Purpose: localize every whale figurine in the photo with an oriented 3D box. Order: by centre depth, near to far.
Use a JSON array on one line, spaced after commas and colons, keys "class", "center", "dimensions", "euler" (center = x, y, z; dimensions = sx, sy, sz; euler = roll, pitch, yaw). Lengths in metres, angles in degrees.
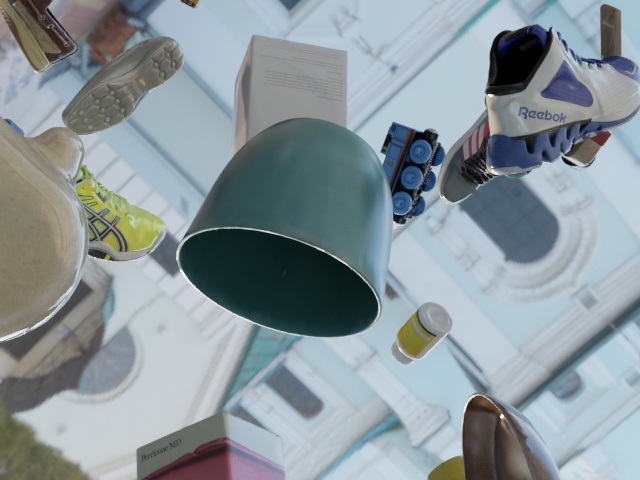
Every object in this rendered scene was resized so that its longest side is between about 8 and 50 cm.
[{"class": "whale figurine", "center": [-0.304, -0.045, 0.710], "dimensions": [0.216, 0.272, 0.141], "euler": [-24, 179, -22]}]

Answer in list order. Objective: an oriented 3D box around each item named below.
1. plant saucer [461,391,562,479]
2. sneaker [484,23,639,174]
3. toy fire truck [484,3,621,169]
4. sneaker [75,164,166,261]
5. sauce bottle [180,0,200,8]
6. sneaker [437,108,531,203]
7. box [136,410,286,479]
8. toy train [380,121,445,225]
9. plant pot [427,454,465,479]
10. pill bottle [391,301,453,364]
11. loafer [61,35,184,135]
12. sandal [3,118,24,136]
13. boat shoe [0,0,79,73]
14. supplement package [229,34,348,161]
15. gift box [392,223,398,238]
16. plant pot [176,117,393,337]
[{"class": "plant saucer", "center": [0.249, 0.339, 1.067], "dimensions": [0.050, 0.310, 0.310], "euler": [-11, -165, -8]}, {"class": "sneaker", "center": [0.345, -0.235, 1.235], "dimensions": [0.316, 0.182, 0.127], "euler": [-31, -155, -31]}, {"class": "toy fire truck", "center": [0.426, -0.281, 1.473], "dimensions": [0.246, 0.159, 0.217], "euler": [-55, -132, 15]}, {"class": "sneaker", "center": [-0.468, -0.064, 1.731], "dimensions": [0.147, 0.385, 0.145], "euler": [-55, -133, 22]}, {"class": "sauce bottle", "center": [-0.255, -0.558, 1.826], "dimensions": [0.128, 0.042, 0.042], "euler": [-64, -166, 10]}, {"class": "sneaker", "center": [0.374, -0.169, 1.876], "dimensions": [0.295, 0.124, 0.178], "euler": [-56, -159, 24]}, {"class": "box", "center": [-0.125, 0.348, 1.028], "dimensions": [0.149, 0.127, 0.232], "euler": [-27, -129, 21]}, {"class": "toy train", "center": [0.152, -0.122, 1.549], "dimensions": [0.105, 0.080, 0.184], "euler": [27, -77, 34]}, {"class": "plant pot", "center": [0.215, 0.383, 1.296], "dimensions": [0.134, 0.134, 0.095], "euler": [-40, -123, 14]}, {"class": "pill bottle", "center": [0.168, 0.161, 1.455], "dimensions": [0.116, 0.065, 0.065], "euler": [-55, -174, 40]}, {"class": "loafer", "center": [-0.443, -0.344, 1.899], "dimensions": [0.319, 0.112, 0.111], "euler": [-41, -138, -24]}, {"class": "sandal", "center": [-0.517, -0.112, 1.375], "dimensions": [0.317, 0.138, 0.126], "euler": [87, 22, -67]}, {"class": "boat shoe", "center": [-0.549, -0.472, 1.603], "dimensions": [0.123, 0.342, 0.123], "euler": [-25, -132, -9]}, {"class": "supplement package", "center": [-0.060, -0.176, 1.497], "dimensions": [0.175, 0.178, 0.292], "euler": [130, -36, -64]}, {"class": "gift box", "center": [0.000, 0.000, 1.891], "dimensions": [0.255, 0.277, 0.258], "euler": [-29, 135, -65]}, {"class": "plant pot", "center": [-0.026, -0.031, 1.233], "dimensions": [0.293, 0.293, 0.235], "euler": [-24, -140, 50]}]
